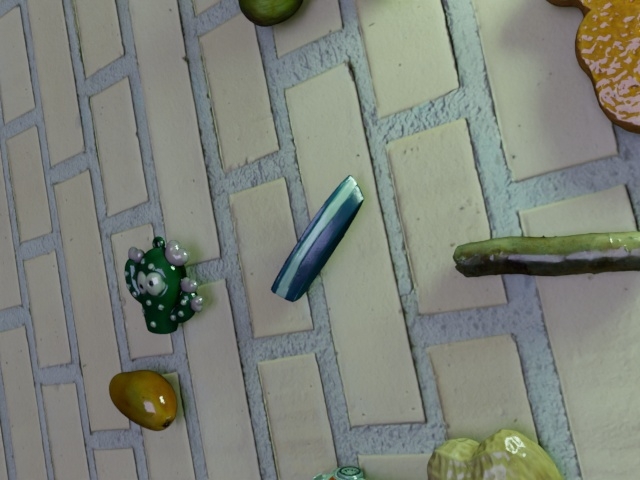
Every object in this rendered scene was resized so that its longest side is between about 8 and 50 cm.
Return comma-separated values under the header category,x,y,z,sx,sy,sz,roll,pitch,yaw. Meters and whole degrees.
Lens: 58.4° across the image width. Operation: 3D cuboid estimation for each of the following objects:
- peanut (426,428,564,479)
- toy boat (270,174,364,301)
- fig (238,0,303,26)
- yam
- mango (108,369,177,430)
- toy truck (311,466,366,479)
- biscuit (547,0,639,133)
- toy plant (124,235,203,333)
category,x,y,z,sx,sy,sz,roll,pitch,yaw
peanut,0.306,0.436,1.005,0.233,0.110,0.197,-27,77,31
toy boat,0.000,0.000,1.195,0.061,0.096,0.299,37,108,14
fig,-0.056,-0.543,1.218,0.245,0.149,0.150,-6,88,13
yam,0.384,0.025,0.970,0.317,0.067,0.071,-5,61,32
mango,-0.463,0.400,1.482,0.253,0.113,0.139,13,102,38
toy truck,0.081,0.546,1.076,0.305,0.162,0.137,2,92,53
biscuit,0.554,-0.357,0.851,0.349,0.078,0.456,-27,76,32
toy plant,-0.395,0.109,1.430,0.232,0.112,0.244,-23,85,32
